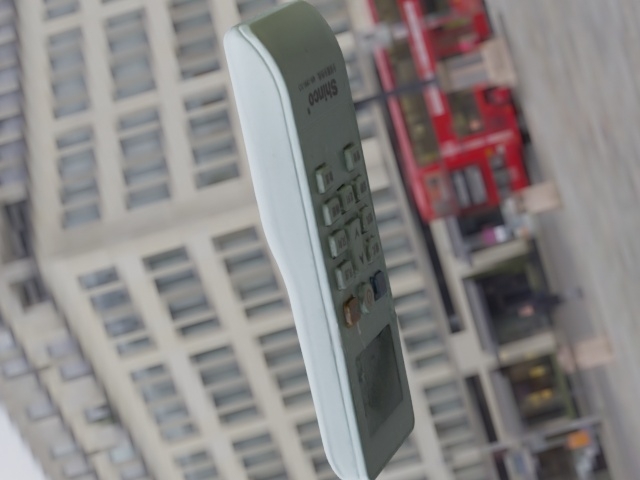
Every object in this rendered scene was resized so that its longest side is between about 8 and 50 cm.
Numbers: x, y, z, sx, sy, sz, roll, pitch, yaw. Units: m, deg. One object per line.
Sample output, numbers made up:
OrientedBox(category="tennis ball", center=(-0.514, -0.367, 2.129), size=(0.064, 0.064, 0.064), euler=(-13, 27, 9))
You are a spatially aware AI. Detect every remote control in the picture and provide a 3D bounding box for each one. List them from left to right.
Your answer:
OrientedBox(category="remote control", center=(0.000, 0.000, 0.677), size=(0.061, 0.029, 0.162), euler=(-37, -62, -64))
